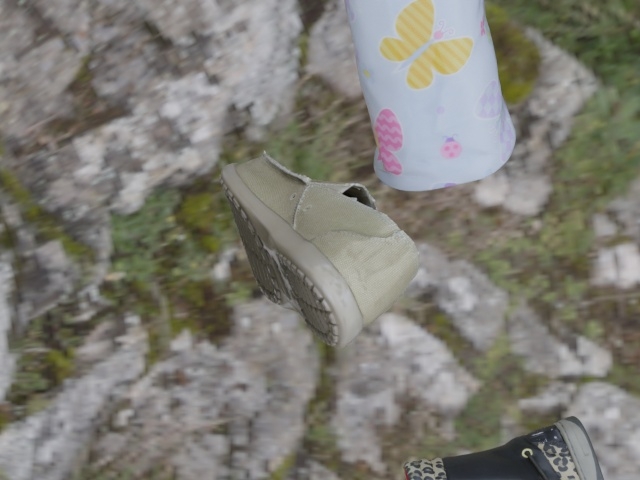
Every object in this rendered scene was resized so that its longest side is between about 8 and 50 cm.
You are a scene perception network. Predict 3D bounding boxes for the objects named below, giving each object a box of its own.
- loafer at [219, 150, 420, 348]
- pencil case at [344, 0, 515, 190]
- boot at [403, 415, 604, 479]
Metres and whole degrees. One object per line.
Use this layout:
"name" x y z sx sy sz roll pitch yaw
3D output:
"loafer" 0.000 0.000 1.448 0.092 0.268 0.102 -24 117 -11
"pencil case" 0.073 -0.172 1.472 0.113 0.124 0.273 -11 123 4
"boot" 0.180 0.281 1.773 0.178 0.085 0.236 -10 56 -4
